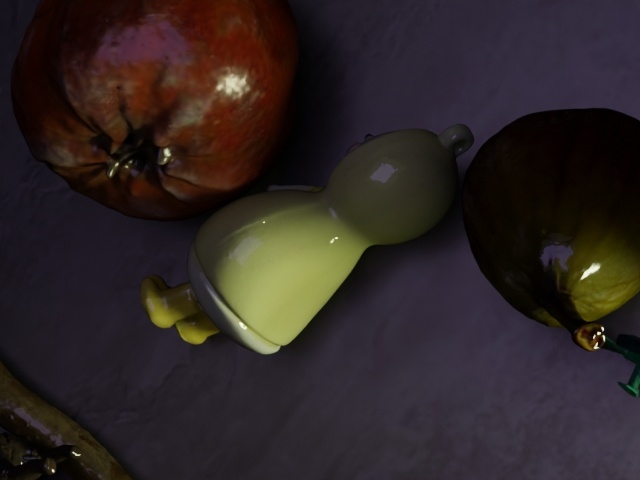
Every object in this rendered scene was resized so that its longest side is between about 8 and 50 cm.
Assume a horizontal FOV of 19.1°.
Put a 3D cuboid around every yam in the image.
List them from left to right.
[{"bbox_3d":[-0.221,0.176,1.622,0.327,0.045,0.045,40,119,16],"label":"yam"}]

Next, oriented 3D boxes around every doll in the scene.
[{"bbox_3d":[-0.276,0.223,1.611,0.165,0.057,0.139,10,114,26],"label":"doll"},{"bbox_3d":[-0.004,-0.009,1.535,0.296,0.141,0.117,-37,54,8],"label":"doll"}]

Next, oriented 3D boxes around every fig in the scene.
[{"bbox_3d":[0.189,0.006,1.435,0.170,0.274,0.146,-3,121,8],"label":"fig"}]

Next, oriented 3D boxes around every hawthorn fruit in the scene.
[{"bbox_3d":[-0.128,-0.161,1.566,0.241,0.242,0.272,-1,52,15],"label":"hawthorn fruit"}]

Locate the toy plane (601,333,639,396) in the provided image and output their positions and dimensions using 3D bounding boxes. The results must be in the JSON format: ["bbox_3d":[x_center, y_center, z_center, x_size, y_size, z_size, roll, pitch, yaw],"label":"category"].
[{"bbox_3d":[0.305,0.112,1.461,0.235,0.096,0.060,19,86,35],"label":"toy plane"}]
